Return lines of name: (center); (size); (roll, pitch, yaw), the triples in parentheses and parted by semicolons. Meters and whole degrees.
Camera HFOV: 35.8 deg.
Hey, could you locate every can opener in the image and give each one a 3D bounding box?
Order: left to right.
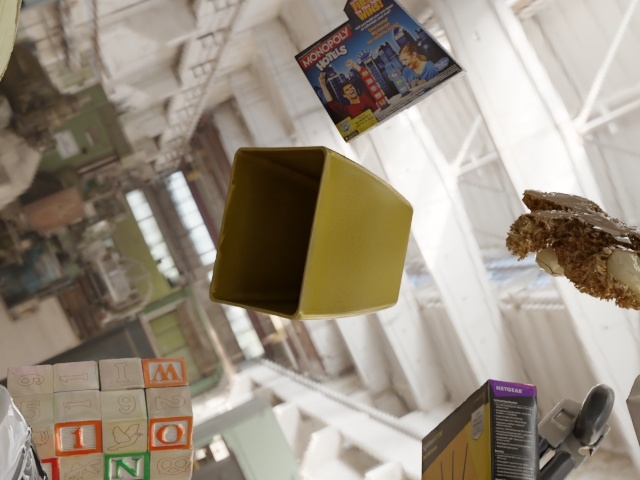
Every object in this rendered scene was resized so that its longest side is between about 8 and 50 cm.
can opener: (0.286, 0.261, 1.237); (0.076, 0.283, 0.095); (31, -54, 26)

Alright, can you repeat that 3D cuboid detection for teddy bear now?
teddy bear: (0.371, 0.031, 1.312); (0.338, 0.245, 0.113); (35, -62, 53)

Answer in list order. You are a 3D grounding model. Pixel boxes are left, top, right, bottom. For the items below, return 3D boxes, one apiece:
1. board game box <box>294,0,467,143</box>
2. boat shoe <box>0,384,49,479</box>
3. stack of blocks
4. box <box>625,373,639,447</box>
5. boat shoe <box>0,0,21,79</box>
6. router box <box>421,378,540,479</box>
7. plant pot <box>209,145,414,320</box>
board game box: (0.072, -0.269, 1.392); (0.194, 0.194, 0.060); (60, 16, 2)
boat shoe: (-0.182, 0.185, 0.411); (0.301, 0.108, 0.102); (-85, 153, -64)
stack of blocks: (-0.279, 0.214, 0.970); (0.087, 0.297, 0.171); (-111, -157, -53)
box: (0.279, 0.201, 0.670); (0.067, 0.063, 0.324); (7, -46, 40)
boat shoe: (-0.197, -0.187, 0.533); (0.073, 0.080, 0.224); (-50, 150, -80)
router box: (0.128, 0.207, 0.821); (0.179, 0.046, 0.133); (115, -18, -60)
plant pot: (0.000, 0.000, 1.312); (0.212, 0.187, 0.212); (6, -95, 53)
